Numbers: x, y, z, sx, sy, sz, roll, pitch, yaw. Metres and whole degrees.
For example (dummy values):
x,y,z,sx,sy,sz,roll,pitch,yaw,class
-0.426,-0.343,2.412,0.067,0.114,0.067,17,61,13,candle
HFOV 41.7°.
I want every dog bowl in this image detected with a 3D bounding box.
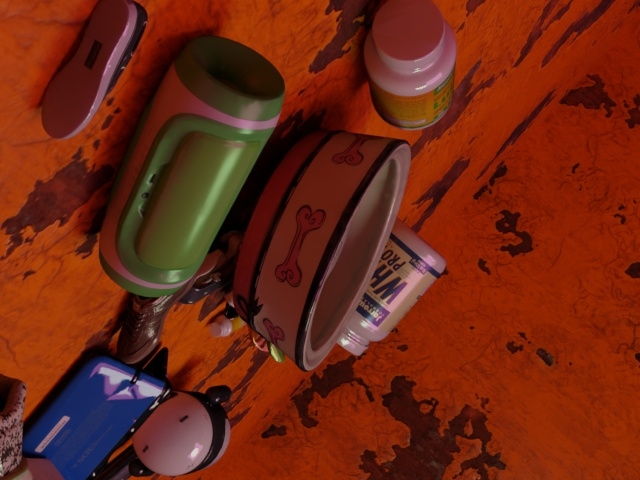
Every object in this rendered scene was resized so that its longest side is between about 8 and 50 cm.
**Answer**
x,y,z,sx,sy,sz,roll,pitch,yaw,class
0.000,0.000,1.379,0.408,0.150,0.408,-60,166,-25,dog bowl

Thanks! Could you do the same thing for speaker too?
x,y,z,sx,sy,sz,roll,pitch,yaw,class
-0.150,-0.073,0.929,0.131,0.131,0.296,-31,158,-53,speaker

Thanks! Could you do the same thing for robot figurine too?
x,y,z,sx,sy,sz,roll,pitch,yaw,class
-0.287,0.397,1.749,0.278,0.173,0.209,55,42,-77,robot figurine

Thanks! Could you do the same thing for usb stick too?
x,y,z,sx,sy,sz,roll,pitch,yaw,class
-0.466,0.525,1.803,0.278,0.045,0.077,-36,163,-41,usb stick

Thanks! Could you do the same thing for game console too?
x,y,z,sx,sy,sz,roll,pitch,yaw,class
-0.397,0.287,1.384,0.293,0.173,0.250,-49,136,3,game console

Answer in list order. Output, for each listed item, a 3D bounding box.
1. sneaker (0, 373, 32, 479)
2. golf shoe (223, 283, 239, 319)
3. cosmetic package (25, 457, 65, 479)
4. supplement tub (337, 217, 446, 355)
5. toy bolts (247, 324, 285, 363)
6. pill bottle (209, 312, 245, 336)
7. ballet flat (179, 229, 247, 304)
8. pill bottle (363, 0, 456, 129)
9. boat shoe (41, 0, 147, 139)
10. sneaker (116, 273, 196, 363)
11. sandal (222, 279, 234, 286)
x,y,z,sx,sy,sz,roll,pitch,yaw,class
-0.450,0.219,0.873,0.410,0.158,0.182,8,95,-74,sneaker
-0.129,0.087,1.570,0.094,0.077,0.198,-38,162,-37,golf shoe
-0.485,0.425,1.158,0.224,0.138,0.224,-49,154,3,cosmetic package
0.130,0.102,2.098,0.325,0.235,0.235,-50,167,5,supplement tub
-0.072,0.114,1.819,0.228,0.158,0.218,-32,121,-23,toy bolts
-0.186,0.165,1.679,0.043,0.043,0.083,-56,166,29,pill bottle
-0.153,0.030,1.346,0.203,0.074,0.074,-37,163,-34,ballet flat
0.136,-0.268,1.268,0.136,0.136,0.246,-48,167,-4,pill bottle
-0.195,-0.148,0.736,0.142,0.049,0.040,-55,166,17,boat shoe
-0.261,0.100,1.241,0.188,0.066,0.071,-56,149,11,sneaker
-0.169,0.049,1.432,0.179,0.040,0.067,-24,151,-28,sandal
